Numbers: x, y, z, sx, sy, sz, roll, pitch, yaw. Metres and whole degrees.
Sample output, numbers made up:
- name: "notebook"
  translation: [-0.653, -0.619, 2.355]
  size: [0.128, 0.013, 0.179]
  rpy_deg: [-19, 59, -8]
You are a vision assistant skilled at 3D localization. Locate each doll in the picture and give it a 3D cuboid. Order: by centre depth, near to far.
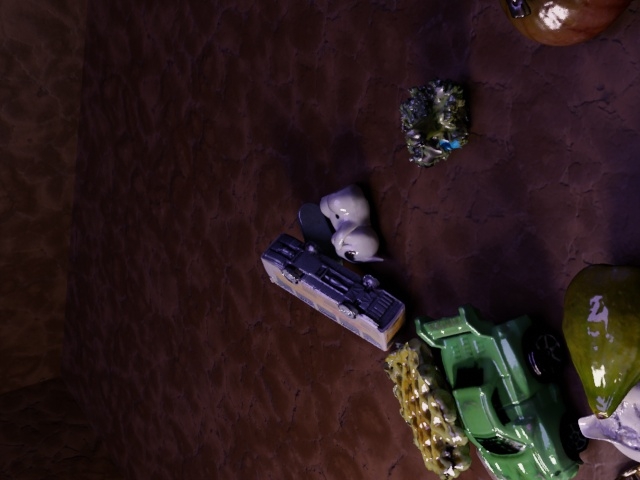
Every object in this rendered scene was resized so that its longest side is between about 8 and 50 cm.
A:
- name: "doll"
  translation: [0.066, -0.033, 1.789]
  size: [0.110, 0.107, 0.180]
  rpy_deg: [-11, 92, 63]

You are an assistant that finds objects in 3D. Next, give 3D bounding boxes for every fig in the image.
- name: "fig"
  translation: [0.361, -0.412, 1.221]
  size: [0.235, 0.214, 0.235]
  rpy_deg: [-29, 53, 47]
- name: "fig"
  translation: [0.467, 0.142, 1.290]
  size: [0.167, 0.167, 0.233]
  rpy_deg: [15, 121, 49]

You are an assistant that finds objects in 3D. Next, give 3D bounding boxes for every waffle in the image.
- name: "waffle"
  translation: [0.220, 0.346, 1.686]
  size: [0.317, 0.073, 0.297]
  rpy_deg: [106, 144, -72]

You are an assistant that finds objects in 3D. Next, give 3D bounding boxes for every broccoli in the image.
- name: "broccoli"
  translation: [0.203, -0.213, 1.518]
  size: [0.154, 0.160, 0.167]
  rpy_deg: [49, 131, -9]

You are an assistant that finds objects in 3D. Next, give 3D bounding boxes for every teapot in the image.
- name: "teapot"
  translation: [0.525, 0.282, 1.306]
  size: [0.226, 0.092, 0.145]
  rpy_deg: [-26, 83, 55]

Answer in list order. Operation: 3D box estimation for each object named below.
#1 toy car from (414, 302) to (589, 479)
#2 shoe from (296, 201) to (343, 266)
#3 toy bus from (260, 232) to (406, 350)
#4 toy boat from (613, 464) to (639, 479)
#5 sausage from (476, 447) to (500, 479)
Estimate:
- name: "toy car"
  translation: [0.327, 0.279, 1.496]
  size: [0.213, 0.176, 0.358]
  rpy_deg: [-21, 85, 54]
- name: "shoe"
  translation: [0.000, 0.000, 1.931]
  size: [0.078, 0.079, 0.195]
  rpy_deg: [-79, -30, -77]
- name: "toy bus"
  translation: [0.030, 0.108, 1.806]
  size: [0.342, 0.097, 0.138]
  rpy_deg: [29, 156, 26]
- name: "toy boat"
  translation: [0.532, 0.404, 1.374]
  size: [0.047, 0.049, 0.149]
  rpy_deg: [61, 140, 20]
- name: "sausage"
  translation: [0.384, 0.510, 1.612]
  size: [0.269, 0.033, 0.033]
  rpy_deg: [57, 139, 23]
